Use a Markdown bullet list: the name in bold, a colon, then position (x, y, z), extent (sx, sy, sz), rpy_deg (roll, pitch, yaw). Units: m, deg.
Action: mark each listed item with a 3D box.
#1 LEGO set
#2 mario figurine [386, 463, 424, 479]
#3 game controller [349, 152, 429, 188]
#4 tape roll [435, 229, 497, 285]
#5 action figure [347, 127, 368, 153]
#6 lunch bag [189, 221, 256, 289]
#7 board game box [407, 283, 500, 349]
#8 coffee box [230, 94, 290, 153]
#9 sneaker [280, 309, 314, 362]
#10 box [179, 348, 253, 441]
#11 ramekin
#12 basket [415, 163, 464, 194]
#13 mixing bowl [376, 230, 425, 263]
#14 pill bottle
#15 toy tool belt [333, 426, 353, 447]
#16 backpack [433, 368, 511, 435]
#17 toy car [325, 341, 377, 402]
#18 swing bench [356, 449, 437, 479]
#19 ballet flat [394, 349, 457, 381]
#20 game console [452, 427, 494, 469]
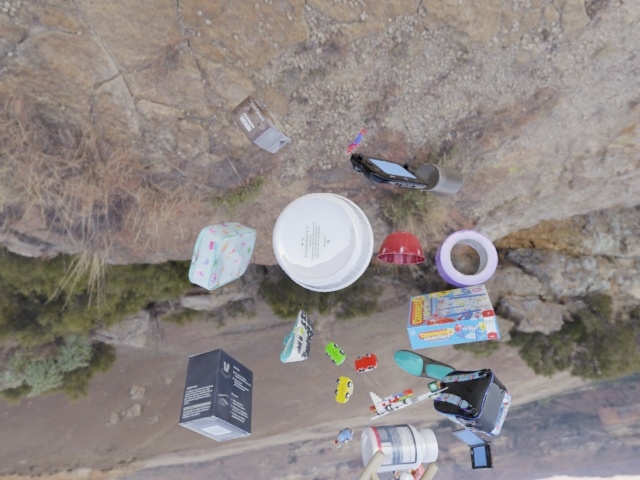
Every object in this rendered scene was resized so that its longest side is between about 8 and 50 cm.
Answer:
- **LEGO set**: position (0.199, 0.371, 0.973), extent (0.182, 0.060, 0.244), rpy_deg (-17, 154, -11)
- **mario figurine**: position (0.326, 1.019, 1.716), extent (0.198, 0.170, 0.320), rpy_deg (-29, -173, 24)
- **game controller**: position (0.247, -0.239, 1.425), extent (0.319, 0.166, 0.067), rpy_deg (-1, 119, -43)
- **tape roll**: position (0.497, 0.063, 1.397), extent (0.188, 0.189, 0.080), rpy_deg (-10, 168, 1)
- **action figure**: position (0.144, -0.390, 1.616), extent (0.030, 0.038, 0.115), rpy_deg (29, 114, -34)
- **lunch bag**: position (-0.355, 0.055, 1.475), extent (0.279, 0.107, 0.224), rpy_deg (-21, 134, -67)
- **board game box**: position (0.495, 0.284, 1.554), extent (0.301, 0.086, 0.308), rpy_deg (-13, -169, 17)
- **coffee box**: position (-0.220, -0.433, 1.547), extent (0.098, 0.141, 0.246), rpy_deg (-36, 174, 12)
- **sneaker**: position (-0.099, 0.381, 1.645), extent (0.109, 0.275, 0.107), rpy_deg (-26, 109, 21)
- **box**: position (-0.236, 0.364, 0.956), extent (0.093, 0.158, 0.156), rpy_deg (-18, 137, 15)
- **ramekin**: position (0.000, 0.000, 1.063), extent (0.272, 0.273, 0.127), rpy_deg (-15, 173, 9)
- **basket**: position (0.563, -0.299, 1.991), extent (0.204, 0.154, 0.226), rpy_deg (14, -171, 36)
- **mixing bowl**: position (0.306, 0.024, 1.539), extent (0.181, 0.098, 0.181), rpy_deg (5, 166, 1)
- **pill bottle**: position (0.205, 0.539, 1.064), extent (0.179, 0.108, 0.108), rpy_deg (2, 147, -12)
- **toy tool belt**: position (0.083, 0.715, 1.478), extent (0.083, 0.052, 0.051), rpy_deg (-29, 163, -15)
- **backpack**: position (0.407, 0.441, 1.126), extent (0.117, 0.158, 0.173), rpy_deg (45, 147, -15)
- **toy car**: position (0.105, 0.503, 1.656), extent (0.239, 0.225, 0.053), rpy_deg (-51, 139, 5)
- **swing bench**: position (0.107, 0.534, 0.729), extent (0.254, 0.165, 0.253), rpy_deg (-43, 135, 10)
- **ballet flat**: position (0.449, 0.538, 1.725), extent (0.280, 0.096, 0.096), rpy_deg (13, 176, 38)
- **game console**: position (0.548, 0.756, 1.475), extent (0.085, 0.124, 0.144), rpy_deg (9, 148, -5)
